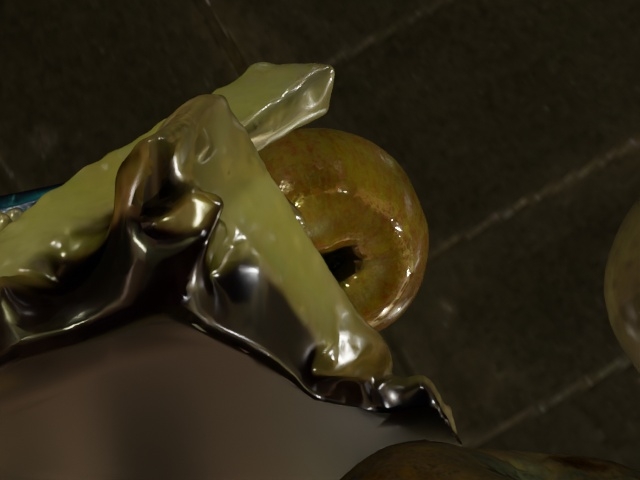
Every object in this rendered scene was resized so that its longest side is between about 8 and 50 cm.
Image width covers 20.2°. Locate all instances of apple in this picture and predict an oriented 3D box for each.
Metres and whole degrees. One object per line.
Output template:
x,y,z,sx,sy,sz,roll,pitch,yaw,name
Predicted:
0.000,0.000,2.078,0.264,0.264,0.264,-6,117,-12,apple

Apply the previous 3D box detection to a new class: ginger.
-0.111,0.066,1.209,0.358,0.211,0.413,19,132,-34,ginger

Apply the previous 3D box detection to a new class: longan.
0.344,0.030,1.562,0.220,0.197,0.196,-53,127,-35,longan

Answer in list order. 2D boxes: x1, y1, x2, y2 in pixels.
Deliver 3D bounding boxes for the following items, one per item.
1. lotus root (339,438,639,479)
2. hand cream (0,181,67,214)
0.112,0.242,1.081,0.250,0.250,0.346,-52,143,12,lotus root
-0.308,0.002,1.845,0.271,0.061,0.120,-8,98,-25,hand cream
